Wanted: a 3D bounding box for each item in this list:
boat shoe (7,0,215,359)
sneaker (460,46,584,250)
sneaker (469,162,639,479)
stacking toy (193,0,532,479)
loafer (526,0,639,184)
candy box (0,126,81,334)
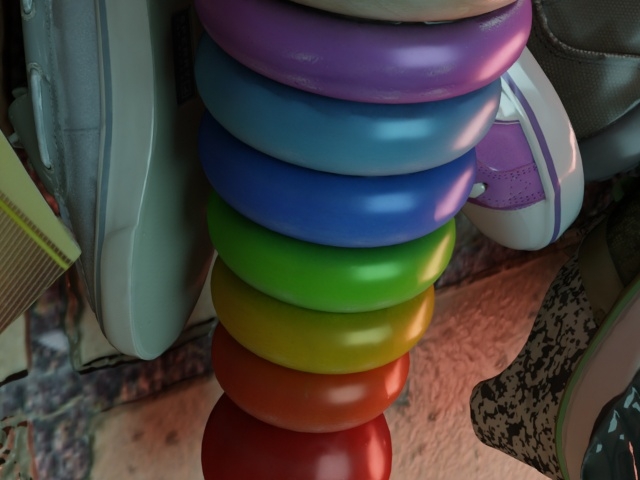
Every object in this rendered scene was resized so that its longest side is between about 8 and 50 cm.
[{"bbox_3d":[-0.091,-0.061,0.714,0.079,0.081,0.228,-36,133,-55],"label":"boat shoe"},{"bbox_3d":[0.015,-0.067,0.815,0.161,0.102,0.282,-46,123,-17],"label":"sneaker"},{"bbox_3d":[0.216,-0.019,0.970,0.410,0.182,0.158,-52,125,-21],"label":"sneaker"},{"bbox_3d":[0.000,0.000,0.708,0.141,0.141,0.330,-21,133,-39],"label":"stacking toy"},{"bbox_3d":[0.216,-0.192,0.936,0.366,0.133,0.130,-49,120,-23],"label":"loafer"},{"bbox_3d":[-0.251,0.037,0.578,0.316,0.087,0.183,-47,132,-24],"label":"candy box"}]
